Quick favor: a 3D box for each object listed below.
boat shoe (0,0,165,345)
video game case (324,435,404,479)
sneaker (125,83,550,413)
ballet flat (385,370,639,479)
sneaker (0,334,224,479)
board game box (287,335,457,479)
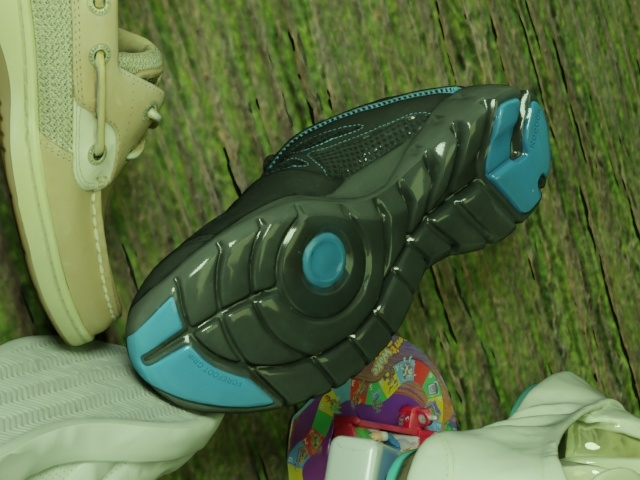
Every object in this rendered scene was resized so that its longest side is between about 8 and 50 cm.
[{"bbox_3d":[-0.130,-0.079,0.828,0.098,0.109,0.302,-11,118,-11],"label":"boat shoe"},{"bbox_3d":[0.049,0.312,0.992,0.300,0.036,0.329,35,63,-61],"label":"video game case"},{"bbox_3d":[0.000,0.000,0.983,0.341,0.139,0.125,-30,118,-36],"label":"sneaker"},{"bbox_3d":[0.169,0.169,1.029,0.400,0.139,0.139,-1,88,-65],"label":"ballet flat"},{"bbox_3d":[-0.174,0.152,0.844,0.292,0.108,0.169,-3,120,-61],"label":"sneaker"},{"bbox_3d":[0.049,0.147,1.078,0.168,0.033,0.133,-42,114,-36],"label":"board game box"}]
